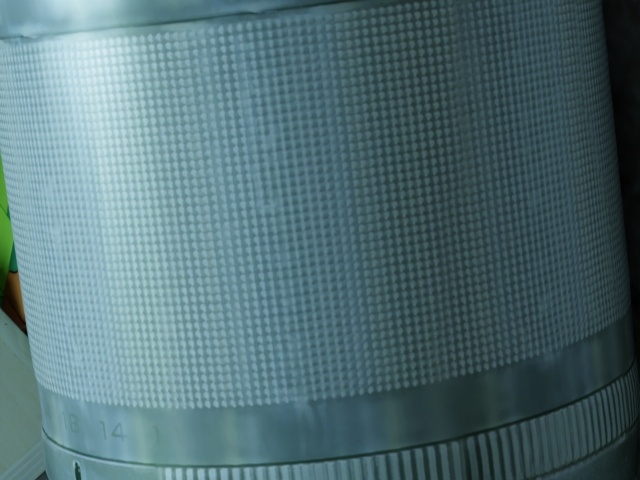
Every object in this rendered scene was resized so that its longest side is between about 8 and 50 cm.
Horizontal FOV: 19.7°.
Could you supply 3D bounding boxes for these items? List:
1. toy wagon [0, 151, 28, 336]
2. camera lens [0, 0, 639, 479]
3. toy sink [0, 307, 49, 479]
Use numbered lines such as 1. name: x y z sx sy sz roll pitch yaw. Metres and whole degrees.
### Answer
1. toy wagon: -0.198 -0.010 1.292 0.267 0.068 0.344 44 125 56
2. camera lens: 0.000 0.000 0.670 0.219 0.219 0.274 -166 67 -66
3. toy sink: -0.244 0.142 1.230 0.234 0.131 0.153 47 149 0
